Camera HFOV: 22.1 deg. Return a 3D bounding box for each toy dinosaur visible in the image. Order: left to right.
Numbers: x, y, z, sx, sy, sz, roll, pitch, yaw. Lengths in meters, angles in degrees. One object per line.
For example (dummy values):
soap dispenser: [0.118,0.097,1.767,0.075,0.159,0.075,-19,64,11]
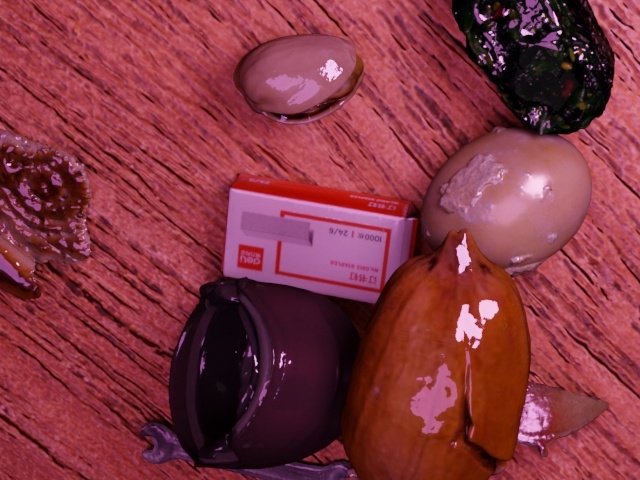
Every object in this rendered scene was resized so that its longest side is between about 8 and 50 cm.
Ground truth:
toy dinosaur: [0.170,0.205,1.978,0.327,0.113,0.206,-26,67,2]

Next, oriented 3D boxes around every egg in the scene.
egg: [0.206,-0.044,1.829,0.201,0.164,0.164,-29,104,21]

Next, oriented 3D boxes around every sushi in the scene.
sushi: [0.230,-0.222,1.766,0.124,0.127,0.225,-30,101,22]

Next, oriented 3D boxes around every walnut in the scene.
walnut: [0.132,0.142,1.795,0.209,0.209,0.336,11,114,8]

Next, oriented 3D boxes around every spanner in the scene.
spanner: [-0.091,0.290,2.123,0.302,0.017,0.071,11,115,8]

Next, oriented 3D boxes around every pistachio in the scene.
pistachio: [-0.024,-0.186,1.860,0.149,0.113,0.113,-14,110,2]

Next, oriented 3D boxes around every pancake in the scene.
pancake: [-0.405,-0.035,2.034,0.257,0.056,0.212,18,116,6]

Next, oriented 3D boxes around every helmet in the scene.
helmet: [-0.057,0.160,1.955,0.177,0.305,0.225,4,81,-21]

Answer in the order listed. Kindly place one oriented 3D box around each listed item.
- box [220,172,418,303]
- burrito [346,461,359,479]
box: [0.000,0.000,1.957,0.229,0.050,0.123,11,115,9]
burrito: [0.112,0.351,2.077,0.087,0.060,0.226,-29,105,22]
